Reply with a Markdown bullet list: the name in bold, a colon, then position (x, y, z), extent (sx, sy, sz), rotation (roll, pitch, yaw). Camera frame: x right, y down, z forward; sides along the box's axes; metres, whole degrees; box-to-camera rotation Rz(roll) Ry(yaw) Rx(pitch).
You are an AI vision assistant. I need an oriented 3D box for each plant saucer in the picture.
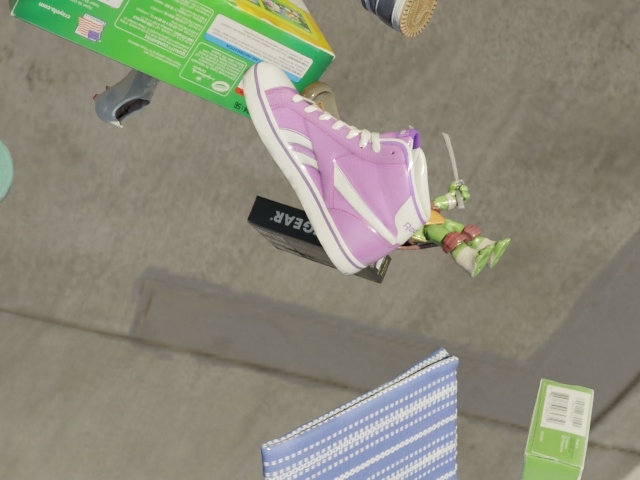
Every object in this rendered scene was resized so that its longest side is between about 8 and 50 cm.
- **plant saucer**: position (-0.481, -0.102, 1.403), extent (0.021, 0.119, 0.119), rotation (0, 141, 34)

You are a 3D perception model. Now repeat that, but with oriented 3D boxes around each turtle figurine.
- **turtle figurine**: position (0.238, -0.072, 1.858), extent (0.266, 0.275, 0.198), rotation (37, 174, 20)

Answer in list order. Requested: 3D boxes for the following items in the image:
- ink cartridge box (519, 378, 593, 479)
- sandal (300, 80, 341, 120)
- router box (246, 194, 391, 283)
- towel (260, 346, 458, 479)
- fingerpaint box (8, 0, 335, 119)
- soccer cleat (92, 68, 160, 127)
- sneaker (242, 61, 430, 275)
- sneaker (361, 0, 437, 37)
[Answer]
- **ink cartridge box**: position (0.259, 0.268, 1.113), extent (0.062, 0.109, 0.209), rotation (11, 134, 14)
- **sandal**: position (0.023, -0.142, 1.499), extent (0.060, 0.090, 0.219), rotation (28, 143, 40)
- **router box**: position (0.000, 0.000, 1.390), extent (0.179, 0.046, 0.133), rotation (18, 169, 21)
- **towel**: position (0.046, 0.292, 0.998), extent (0.243, 0.040, 0.336), rotation (-22, 122, -33)
- **fingerpaint box**: position (-0.242, -0.392, 1.481), extent (0.445, 0.371, 0.163), rotation (20, 120, -35)
- **soccer cleat**: position (-0.300, -0.270, 1.666), extent (0.196, 0.076, 0.068), rotation (-48, 156, -10)
- **sneaker**: position (0.031, -0.118, 1.154), extent (0.161, 0.102, 0.282), rotation (-34, 82, 21)
- **sneaker**: position (0.168, -0.521, 1.763), extent (0.099, 0.153, 0.282), rotation (13, 108, -46)
